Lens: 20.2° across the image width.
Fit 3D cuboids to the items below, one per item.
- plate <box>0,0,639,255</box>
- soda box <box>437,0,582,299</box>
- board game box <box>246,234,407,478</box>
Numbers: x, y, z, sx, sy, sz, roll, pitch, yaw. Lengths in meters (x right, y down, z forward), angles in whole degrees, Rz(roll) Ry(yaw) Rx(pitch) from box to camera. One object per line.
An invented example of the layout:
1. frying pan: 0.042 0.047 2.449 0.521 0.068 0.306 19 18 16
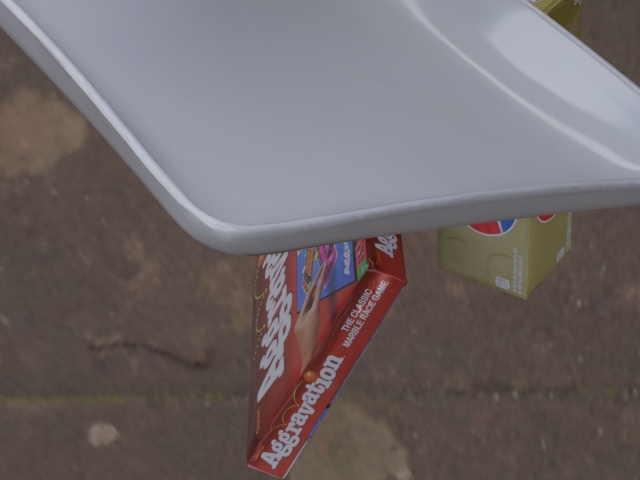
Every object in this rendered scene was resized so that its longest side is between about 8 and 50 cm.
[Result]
1. plate: -0.009 -0.078 0.770 0.277 0.045 0.278 -9 40 -38
2. soda box: 0.103 -0.061 0.990 0.061 0.181 0.058 20 43 28
3. board game box: 0.000 0.000 1.065 0.027 0.145 0.281 22 28 -13
